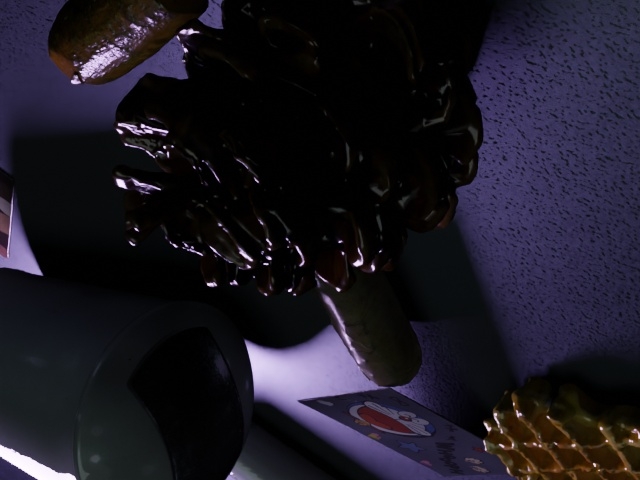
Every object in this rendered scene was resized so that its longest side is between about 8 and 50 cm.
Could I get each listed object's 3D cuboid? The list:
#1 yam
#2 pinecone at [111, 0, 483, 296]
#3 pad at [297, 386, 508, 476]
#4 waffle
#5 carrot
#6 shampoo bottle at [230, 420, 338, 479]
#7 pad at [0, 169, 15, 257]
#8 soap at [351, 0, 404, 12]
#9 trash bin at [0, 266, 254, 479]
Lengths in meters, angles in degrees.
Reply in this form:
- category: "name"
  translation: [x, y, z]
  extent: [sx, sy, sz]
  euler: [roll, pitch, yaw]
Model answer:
- category: "yam"
  translation: [0.000, 0.000, 0.876]
  extent: [0.083, 0.083, 0.371]
  euler: [2, 136, 40]
- category: "pinecone"
  translation: [-0.008, -0.072, 0.642]
  extent: [0.243, 0.257, 0.243]
  euler: [16, 126, 22]
- category: "pad"
  translation: [0.114, 0.224, 1.065]
  extent: [0.245, 0.006, 0.170]
  euler: [33, 150, -27]
- category: "waffle"
  translation: [0.279, 0.214, 0.924]
  extent: [0.229, 0.057, 0.219]
  euler: [-17, 122, 49]
- category: "carrot"
  translation: [-0.167, -0.187, 0.787]
  extent: [0.173, 0.082, 0.082]
  euler: [-21, 119, 44]
- category: "shampoo bottle"
  translation: [-0.083, 0.322, 1.348]
  extent: [0.262, 0.085, 0.085]
  euler: [36, 147, -1]
- category: "pad"
  translation: [-0.487, -0.068, 1.277]
  extent: [0.158, 0.003, 0.235]
  euler: [35, 147, -1]
- category: "soap"
  translation: [0.132, -0.213, 0.404]
  extent: [0.289, 0.182, 0.112]
  euler: [-4, 129, 51]
- category: "trash bin"
  translation: [-0.292, 0.188, 1.195]
  extent: [0.432, 0.280, 0.280]
  euler: [10, 140, 37]
